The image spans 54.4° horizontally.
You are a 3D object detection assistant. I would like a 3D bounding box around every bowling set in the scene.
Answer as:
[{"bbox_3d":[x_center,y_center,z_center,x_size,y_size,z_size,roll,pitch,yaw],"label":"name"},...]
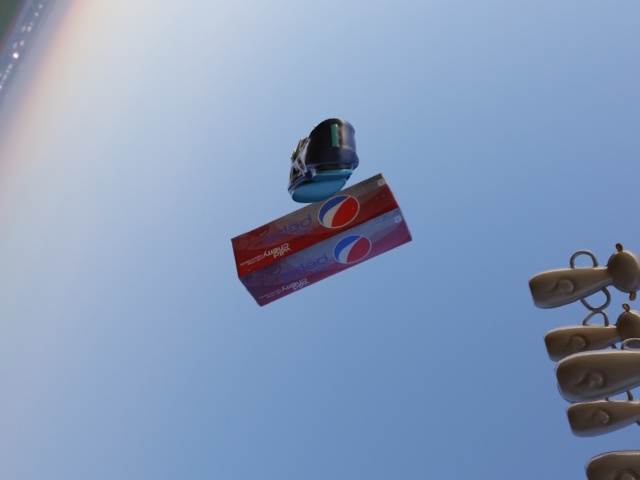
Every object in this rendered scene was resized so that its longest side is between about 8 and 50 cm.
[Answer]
[{"bbox_3d":[0.362,0.151,0.752,0.154,0.200,0.286,-16,-99,16],"label":"bowling set"}]

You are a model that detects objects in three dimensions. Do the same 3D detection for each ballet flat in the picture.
[{"bbox_3d":[0.002,-0.089,0.691,0.203,0.074,0.074,148,-35,-79],"label":"ballet flat"}]

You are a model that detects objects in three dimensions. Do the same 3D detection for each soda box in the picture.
[{"bbox_3d":[0.000,0.000,0.963,0.263,0.083,0.092,-24,-134,6],"label":"soda box"}]
